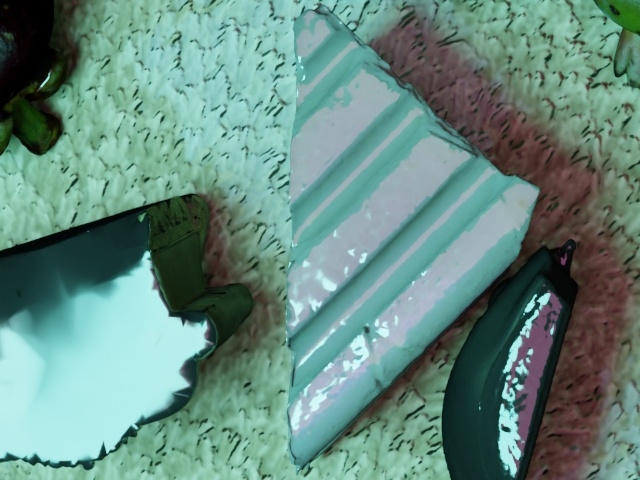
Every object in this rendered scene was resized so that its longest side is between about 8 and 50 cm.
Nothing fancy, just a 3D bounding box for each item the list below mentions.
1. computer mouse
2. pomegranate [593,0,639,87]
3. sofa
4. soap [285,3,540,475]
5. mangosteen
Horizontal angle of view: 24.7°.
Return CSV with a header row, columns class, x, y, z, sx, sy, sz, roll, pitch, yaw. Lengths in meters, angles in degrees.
class,x,y,z,sx,sy,sz,roll,pitch,yaw
computer mouse,0.147,0.120,1.186,0.088,0.147,0.264,18,89,8
pomegranate,0.288,-0.216,1.179,0.180,0.180,0.210,22,130,11
sofa,-0.195,0.080,1.241,0.258,0.200,0.182,-17,96,9
soap,0.000,0.000,1.214,0.258,0.159,0.302,45,94,6
mangosteen,-0.321,-0.171,1.271,0.228,0.228,0.265,-35,119,7
